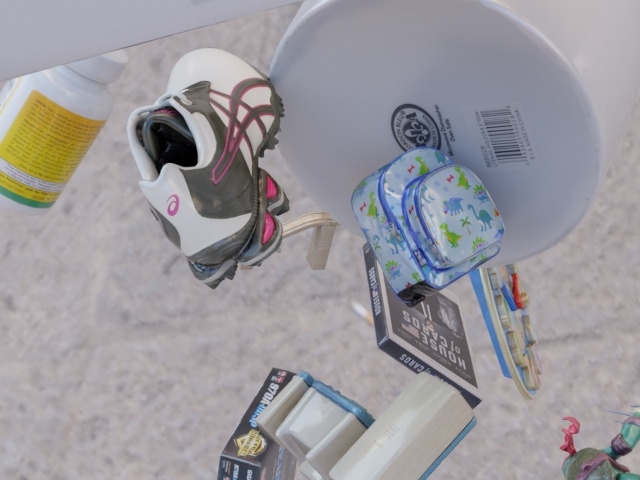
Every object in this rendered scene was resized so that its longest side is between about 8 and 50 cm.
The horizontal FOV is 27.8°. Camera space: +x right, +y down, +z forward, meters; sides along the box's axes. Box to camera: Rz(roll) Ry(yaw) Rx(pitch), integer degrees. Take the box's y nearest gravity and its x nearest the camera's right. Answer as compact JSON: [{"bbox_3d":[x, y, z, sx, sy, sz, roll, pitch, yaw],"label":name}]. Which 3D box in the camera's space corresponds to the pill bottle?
[{"bbox_3d":[-0.306,-0.141,1.458,0.208,0.118,0.117,-55,47,17],"label":"pill bottle"}]

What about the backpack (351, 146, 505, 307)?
[{"bbox_3d":[0.091,-0.020,1.080,0.114,0.105,0.084,59,141,5],"label":"backpack"}]

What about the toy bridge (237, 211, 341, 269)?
[{"bbox_3d":[0.000,0.000,1.373,0.188,0.063,0.026,0,37,-21],"label":"toy bridge"}]

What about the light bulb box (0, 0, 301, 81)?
[{"bbox_3d":[-0.092,-0.307,0.716,0.361,0.225,0.358,-10,47,22],"label":"light bulb box"}]

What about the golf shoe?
[{"bbox_3d":[-0.095,-0.091,1.046,0.105,0.120,0.273,-32,39,15],"label":"golf shoe"}]

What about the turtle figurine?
[{"bbox_3d":[0.332,0.278,1.428,0.118,0.175,0.234,-2,13,-14],"label":"turtle figurine"}]

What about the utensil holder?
[{"bbox_3d":[0.155,-0.209,1.231,0.328,0.327,0.385,-2,39,30],"label":"utensil holder"}]

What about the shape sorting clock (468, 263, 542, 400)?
[{"bbox_3d":[0.200,0.066,1.362,0.040,0.206,0.206,-20,53,16],"label":"shape sorting clock"}]

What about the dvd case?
[{"bbox_3d":[0.141,0.114,1.822,0.029,0.179,0.238,-45,26,22],"label":"dvd case"}]

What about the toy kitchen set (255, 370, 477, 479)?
[{"bbox_3d":[0.063,0.194,1.172,0.122,0.166,0.207,-46,32,-12],"label":"toy kitchen set"}]

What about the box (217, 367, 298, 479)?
[{"bbox_3d":[-0.075,0.286,1.526,0.051,0.220,0.175,16,32,12],"label":"box"}]
